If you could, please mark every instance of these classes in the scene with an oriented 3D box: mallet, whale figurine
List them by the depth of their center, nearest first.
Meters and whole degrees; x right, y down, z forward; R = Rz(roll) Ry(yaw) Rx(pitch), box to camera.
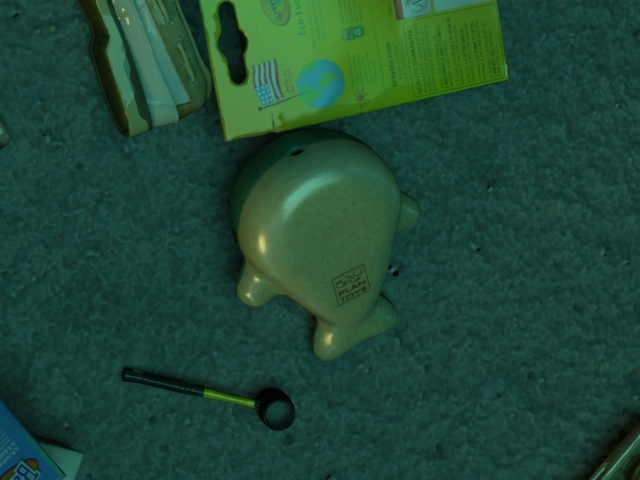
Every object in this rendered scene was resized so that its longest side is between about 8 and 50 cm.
[{"bbox_3d":[0.000,0.000,1.651,0.216,0.141,0.272,-28,132,-10],"label":"whale figurine"},{"bbox_3d":[-0.120,0.163,1.681,0.189,0.062,0.039,15,94,-5],"label":"mallet"}]

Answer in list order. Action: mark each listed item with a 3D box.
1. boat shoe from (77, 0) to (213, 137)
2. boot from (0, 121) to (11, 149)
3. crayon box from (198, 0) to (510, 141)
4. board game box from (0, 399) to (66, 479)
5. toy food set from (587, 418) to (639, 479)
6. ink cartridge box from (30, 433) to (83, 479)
[{"bbox_3d":[-0.189,-0.259,1.543,0.103,0.113,0.302,-20,114,-18],"label":"boat shoe"},{"bbox_3d":[-0.350,-0.086,1.555,0.087,0.042,0.118,-25,107,-14],"label":"boot"},{"bbox_3d":[0.025,-0.235,1.623,0.318,0.081,0.202,-13,104,-15],"label":"crayon box"},{"bbox_3d":[-0.364,0.208,1.487,0.160,0.047,0.210,-46,121,-22],"label":"board game box"},{"bbox_3d":[0.415,0.376,1.854,0.306,0.092,0.220,42,86,-19],"label":"toy food set"},{"bbox_3d":[-0.397,0.288,1.545,0.275,0.060,0.239,22,84,-38],"label":"ink cartridge box"}]
